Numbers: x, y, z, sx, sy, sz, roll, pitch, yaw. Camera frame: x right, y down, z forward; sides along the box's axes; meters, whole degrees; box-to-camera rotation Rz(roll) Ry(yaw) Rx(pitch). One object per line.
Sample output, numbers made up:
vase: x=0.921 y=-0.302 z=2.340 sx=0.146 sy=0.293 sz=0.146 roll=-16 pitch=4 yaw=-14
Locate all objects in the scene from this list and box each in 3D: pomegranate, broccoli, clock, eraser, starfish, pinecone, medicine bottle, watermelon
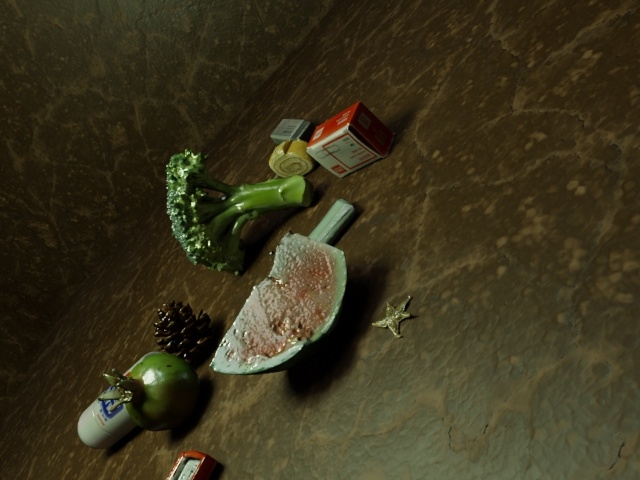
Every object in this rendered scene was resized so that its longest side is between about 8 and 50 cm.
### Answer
pomegranate: x=-0.391 y=0.349 z=1.345 sx=0.181 sy=0.224 sz=0.182 roll=-10 pitch=73 yaw=36
broccoli: x=-0.229 y=-0.060 z=1.641 sx=0.353 sy=0.397 sz=0.275 roll=119 pitch=145 yaw=-61
clock: x=-0.264 y=0.489 z=1.132 sx=0.113 sy=0.061 sz=0.155 roll=-20 pitch=35 yaw=50
eraser: x=-0.100 y=-0.376 z=2.035 sx=0.089 sy=0.061 sz=0.352 roll=-52 pitch=24 yaw=-3
starfish: x=0.123 y=0.135 z=0.995 sx=0.086 sy=0.016 sz=0.092 roll=-42 pitch=28 yaw=25
pinecone: x=-0.363 y=0.236 z=1.532 sx=0.173 sy=0.173 sz=0.174 roll=-40 pitch=27 yaw=25
medicine bottle: x=-0.524 y=0.441 z=1.566 sx=0.341 sy=0.130 sz=0.130 roll=-41 pitch=26 yaw=23
watermelon: x=-0.070 y=0.146 z=1.113 sx=0.305 sy=0.180 sz=0.224 roll=-59 pitch=14 yaw=-20

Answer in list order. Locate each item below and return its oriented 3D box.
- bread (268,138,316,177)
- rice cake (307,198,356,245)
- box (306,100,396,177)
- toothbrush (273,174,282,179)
bread: x=-0.085 y=-0.241 z=1.748 sx=0.149 sy=0.122 sz=0.073 roll=-25 pitch=39 yaw=47
rice cake: x=-0.001 y=0.001 z=1.363 sx=0.222 sy=0.042 sz=0.080 roll=-50 pitch=28 yaw=2
box: x=0.073 y=-0.246 z=1.462 sx=0.182 sy=0.133 sz=0.099 roll=-18 pitch=42 yaw=49
toothbrush: x=-0.207 y=-0.121 z=1.917 sx=0.321 sy=0.023 sz=0.031 roll=-53 pitch=31 yaw=-1
